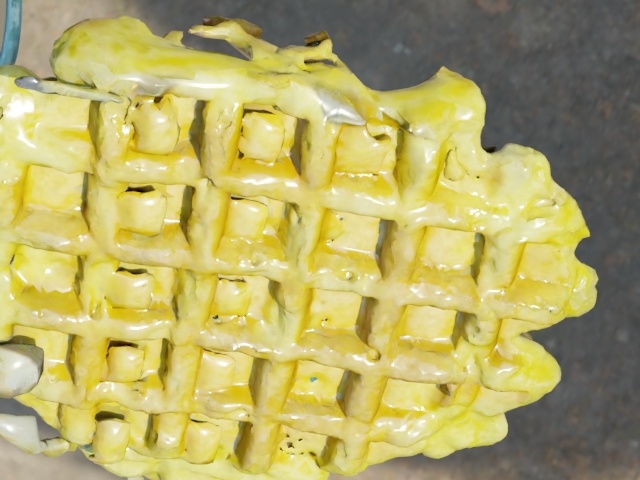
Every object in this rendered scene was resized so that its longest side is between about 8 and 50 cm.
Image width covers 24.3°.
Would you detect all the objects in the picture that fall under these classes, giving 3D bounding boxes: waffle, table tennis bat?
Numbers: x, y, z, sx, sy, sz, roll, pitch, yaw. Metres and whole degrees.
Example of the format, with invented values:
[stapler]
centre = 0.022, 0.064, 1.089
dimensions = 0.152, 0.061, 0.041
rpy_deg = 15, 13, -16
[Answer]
[waffle]
centre = -0.028, 0.014, 0.624
dimensions = 0.262, 0.060, 0.280
rpy_deg = -29, 124, 15
[table tennis bat]
centre = -0.283, -0.251, 1.309
dimensions = 0.038, 0.149, 0.237
rpy_deg = -5, 141, -24

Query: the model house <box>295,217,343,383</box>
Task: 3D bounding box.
[model house]
centre = 0.000, 0.000, 1.583
dimensions = 0.261, 0.226, 0.241
rpy_deg = 27, 152, 15
